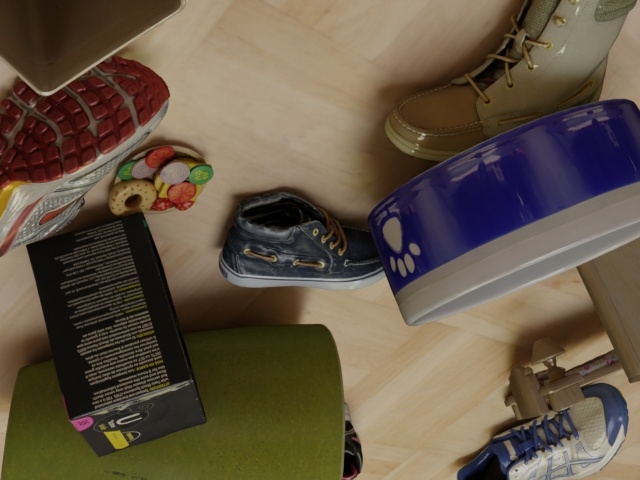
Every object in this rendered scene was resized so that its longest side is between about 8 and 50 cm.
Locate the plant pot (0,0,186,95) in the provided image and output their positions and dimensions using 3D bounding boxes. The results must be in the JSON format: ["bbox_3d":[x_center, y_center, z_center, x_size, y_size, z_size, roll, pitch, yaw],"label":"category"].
[{"bbox_3d":[-0.161,-0.174,0.561,0.109,0.096,0.109,-30,143,9],"label":"plant pot"}]

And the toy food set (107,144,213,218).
[{"bbox_3d":[-0.133,-0.049,0.795,0.083,0.020,0.083,5,135,-32],"label":"toy food set"}]

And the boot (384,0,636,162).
[{"bbox_3d":[0.160,-0.153,0.779,0.213,0.077,0.165,-14,143,-21],"label":"boot"}]

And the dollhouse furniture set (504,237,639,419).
[{"bbox_3d":[0.383,0.092,1.224,0.303,0.174,0.355,-21,168,-4],"label":"dollhouse furniture set"}]

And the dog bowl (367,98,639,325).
[{"bbox_3d":[0.179,-0.020,0.846,0.264,0.104,0.265,-21,169,-4],"label":"dog bowl"}]

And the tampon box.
[{"bbox_3d":[-0.170,0.081,0.802,0.101,0.161,0.120,-17,154,-9],"label":"tampon box"}]

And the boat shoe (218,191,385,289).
[{"bbox_3d":[0.000,0.000,0.889,0.183,0.065,0.083,-4,141,-23],"label":"boat shoe"}]

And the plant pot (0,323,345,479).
[{"bbox_3d":[-0.153,0.203,0.930,0.293,0.275,0.275,7,136,-13],"label":"plant pot"}]

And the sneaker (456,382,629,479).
[{"bbox_3d":[0.331,0.320,1.429,0.131,0.112,0.296,13,129,-39],"label":"sneaker"}]

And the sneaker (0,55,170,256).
[{"bbox_3d":[-0.207,-0.058,0.708,0.225,0.088,0.092,-31,163,10],"label":"sneaker"}]

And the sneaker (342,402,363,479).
[{"bbox_3d":[0.025,0.289,1.253,0.072,0.077,0.178,-21,144,-2],"label":"sneaker"}]
